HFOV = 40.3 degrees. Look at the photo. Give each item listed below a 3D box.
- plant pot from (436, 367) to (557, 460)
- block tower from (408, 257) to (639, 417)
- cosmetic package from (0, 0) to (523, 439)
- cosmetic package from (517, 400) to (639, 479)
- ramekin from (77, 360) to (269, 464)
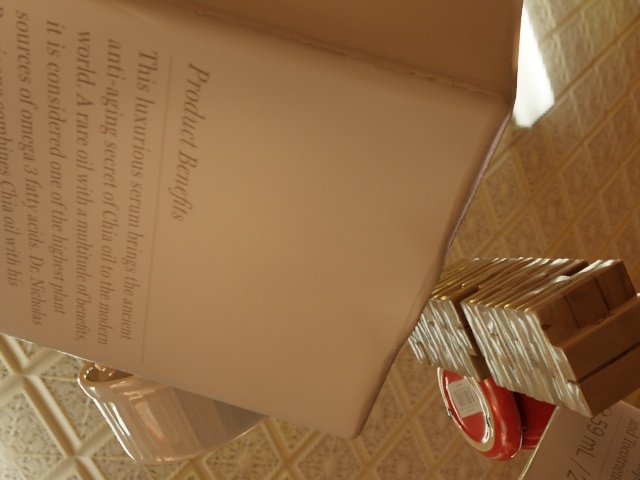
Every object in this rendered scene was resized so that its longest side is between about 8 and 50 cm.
[{"bbox_3d":[0.258,0.181,1.117,0.174,0.191,0.191,-21,-73,-18],"label":"plant pot"},{"bbox_3d":[0.174,0.075,0.805,0.097,0.335,0.091,-26,-83,-16],"label":"block tower"},{"bbox_3d":[-0.156,-0.087,0.425,0.230,0.453,0.161,107,180,-45],"label":"cosmetic package"},{"bbox_3d":[0.306,0.404,0.776,0.329,0.394,0.327,-36,-31,-55],"label":"cosmetic package"},{"bbox_3d":[-0.168,0.179,1.172,0.277,0.277,0.135,-33,-73,-39],"label":"ramekin"}]
